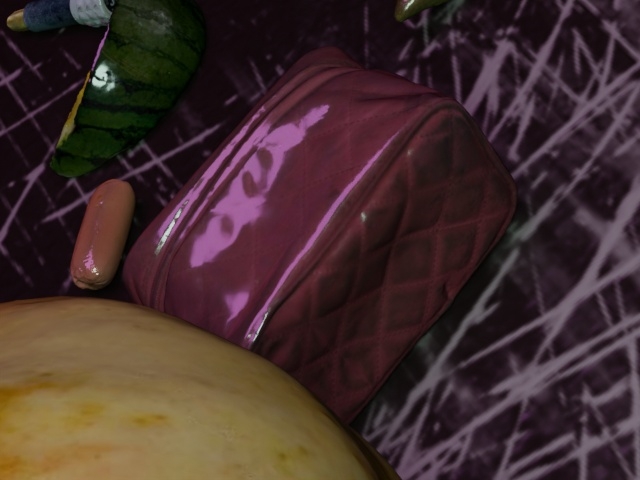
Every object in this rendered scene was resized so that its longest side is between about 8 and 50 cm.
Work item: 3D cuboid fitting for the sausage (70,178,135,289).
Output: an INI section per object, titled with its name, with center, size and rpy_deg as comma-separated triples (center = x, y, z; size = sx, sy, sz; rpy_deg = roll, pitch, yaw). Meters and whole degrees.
[sausage]
center = -0.151, -0.004, 1.333
size = 0.034, 0.034, 0.083
rpy_deg = -8, 52, 31

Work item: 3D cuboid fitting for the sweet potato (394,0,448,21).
[sweet potato]
center = 0.100, -0.201, 1.316
size = 0.153, 0.038, 0.041
rpy_deg = -43, 64, -15

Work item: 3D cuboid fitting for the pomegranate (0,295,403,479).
[pomegranate]
center = -0.078, 0.220, 0.836
size = 0.411, 0.411, 0.411
rpy_deg = -19, 46, 22

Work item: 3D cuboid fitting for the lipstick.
[lipstick]
center = -0.204, -0.182, 1.523
size = 0.116, 0.037, 0.037
rpy_deg = -5, 53, 39

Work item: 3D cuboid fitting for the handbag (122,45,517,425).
[handbag]
center = 0.000, 0.000, 1.140
size = 0.135, 0.146, 0.225
rpy_deg = 30, 78, 43

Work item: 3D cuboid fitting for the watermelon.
[watermelon]
center = -0.130, -0.131, 1.426
size = 0.092, 0.075, 0.181
rpy_deg = 121, 170, -59
